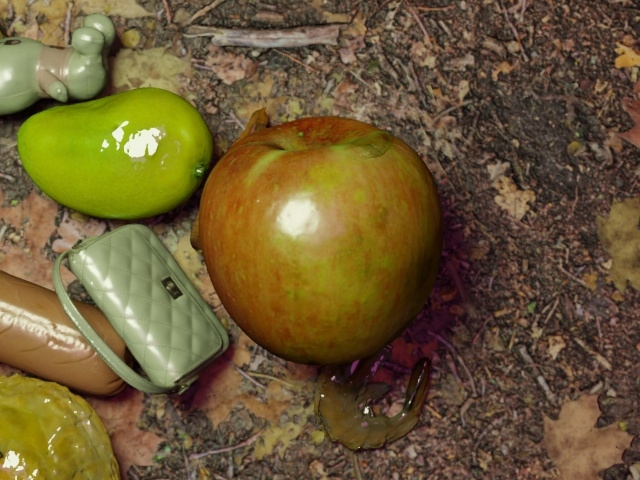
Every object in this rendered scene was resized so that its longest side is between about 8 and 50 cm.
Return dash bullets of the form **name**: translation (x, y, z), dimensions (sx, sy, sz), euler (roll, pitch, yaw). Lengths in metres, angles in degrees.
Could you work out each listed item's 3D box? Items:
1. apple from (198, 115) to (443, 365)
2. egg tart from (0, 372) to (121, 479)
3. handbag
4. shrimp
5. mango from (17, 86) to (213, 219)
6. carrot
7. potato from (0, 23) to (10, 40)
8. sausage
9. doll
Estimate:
- **apple**: translation (0.000, 0.000, 1.239), dimensions (0.339, 0.339, 0.339), euler (1, 83, -4)
- **egg tart**: translation (-0.445, 0.349, 1.235), dimensions (0.351, 0.153, 0.339), euler (-25, 86, 4)
- **handbag**: translation (-0.252, 0.097, 1.263), dimensions (0.079, 0.219, 0.256), euler (-38, 87, 25)
- **shrimp**: translation (0.094, 0.199, 1.359), dimensions (0.173, 0.058, 0.253), euler (37, 85, -7)
- **mango**: translation (-0.289, -0.118, 1.322), dimensions (0.273, 0.149, 0.185), euler (-14, 91, 0)
- **carrot**: translation (-0.134, -0.090, 1.377), dimensions (0.059, 0.059, 0.248), euler (22, 78, -1)
- **potato**: translation (-0.562, -0.384, 1.341), dimensions (0.098, 0.138, 0.243), euler (-31, 83, -3)
- **sausage**: translation (-0.405, 0.125, 1.294), dimensions (0.304, 0.121, 0.121), euler (21, 81, -4)
- **doll**: translation (-0.424, -0.240, 1.334), dimensions (0.275, 0.155, 0.113), euler (-16, 124, -1)
